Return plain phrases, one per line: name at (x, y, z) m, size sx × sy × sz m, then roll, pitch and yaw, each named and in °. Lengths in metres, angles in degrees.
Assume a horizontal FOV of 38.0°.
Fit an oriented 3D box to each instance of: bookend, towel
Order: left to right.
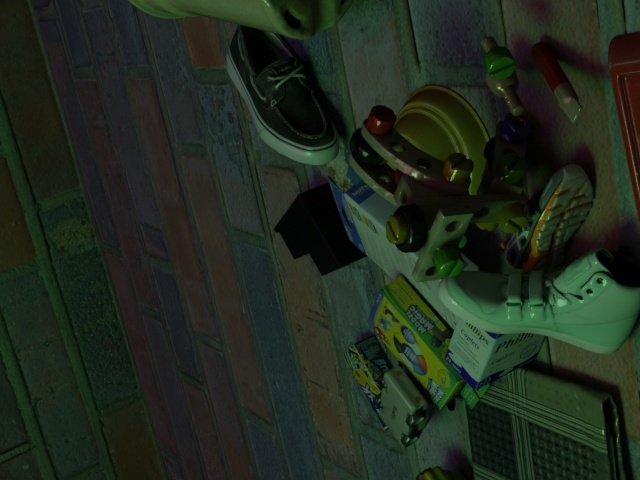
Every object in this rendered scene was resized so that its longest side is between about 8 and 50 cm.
bookend at (0.000, 0.000, 1.741) m, size 0.157 × 0.072 × 0.156 m, roll 60°, pitch 150°, yaw 12°
towel at (0.345, 0.331, 1.433) m, size 0.324 × 0.056 × 0.312 m, roll 16°, pitch 120°, yaw 57°

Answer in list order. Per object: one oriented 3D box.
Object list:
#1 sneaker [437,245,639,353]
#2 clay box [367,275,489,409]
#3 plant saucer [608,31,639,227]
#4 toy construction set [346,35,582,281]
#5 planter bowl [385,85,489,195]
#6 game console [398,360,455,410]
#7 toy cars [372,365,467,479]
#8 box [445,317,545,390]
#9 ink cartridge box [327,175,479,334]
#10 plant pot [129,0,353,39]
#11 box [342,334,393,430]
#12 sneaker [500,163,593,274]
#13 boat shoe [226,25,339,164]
sneaker at (0.287, 0.049, 1.184) m, size 0.094 × 0.255 × 0.151 m, roll -79°, pitch 2°, yaw -47°
clay box at (0.170, 0.176, 1.493) m, size 0.222 × 0.053 × 0.127 m, roll 50°, pitch 157°, yaw 20°
plant saucer at (0.424, -0.105, 1.004) m, size 0.259 × 0.047 × 0.259 m, roll 5°, pitch 113°, yaw 58°
toy construction set at (0.199, -0.077, 1.161) m, size 0.309 × 0.257 × 0.237 m, roll -47°, pitch 38°, yaw 29°
planter bowl at (0.155, -0.115, 1.394) m, size 0.217 × 0.090 × 0.217 m, roll 36°, pitch 137°, yaw 42°
game console at (0.181, 0.220, 1.584) m, size 0.107 × 0.071 × 0.122 m, roll -115°, pitch 18°, yaw -59°
toy cars at (0.191, 0.364, 1.618) m, size 0.176 × 0.087 × 0.394 m, roll 26°, pitch 141°, yaw 63°
box at (0.262, 0.130, 1.343) m, size 0.072 × 0.126 × 0.137 m, roll 48°, pitch 145°, yaw 34°
ink cartridge box at (0.139, 0.018, 1.477) m, size 0.311 × 0.065 × 0.186 m, roll 41°, pitch 165°, yaw 36°
plant pot at (-0.107, -0.458, 1.410) m, size 0.305 × 0.333 × 0.334 m, roll 30°, pitch 134°, yaw 32°
box at (0.112, 0.268, 1.754) m, size 0.169 × 0.054 × 0.059 m, roll 61°, pitch 149°, yaw 13°
sneaker at (0.291, -0.025, 1.242) m, size 0.083 × 0.084 × 0.215 m, roll 56°, pitch 149°, yaw 33°
boat shoe at (-0.076, -0.270, 1.636) m, size 0.335 × 0.121 × 0.119 m, roll 52°, pitch 151°, yaw 30°
